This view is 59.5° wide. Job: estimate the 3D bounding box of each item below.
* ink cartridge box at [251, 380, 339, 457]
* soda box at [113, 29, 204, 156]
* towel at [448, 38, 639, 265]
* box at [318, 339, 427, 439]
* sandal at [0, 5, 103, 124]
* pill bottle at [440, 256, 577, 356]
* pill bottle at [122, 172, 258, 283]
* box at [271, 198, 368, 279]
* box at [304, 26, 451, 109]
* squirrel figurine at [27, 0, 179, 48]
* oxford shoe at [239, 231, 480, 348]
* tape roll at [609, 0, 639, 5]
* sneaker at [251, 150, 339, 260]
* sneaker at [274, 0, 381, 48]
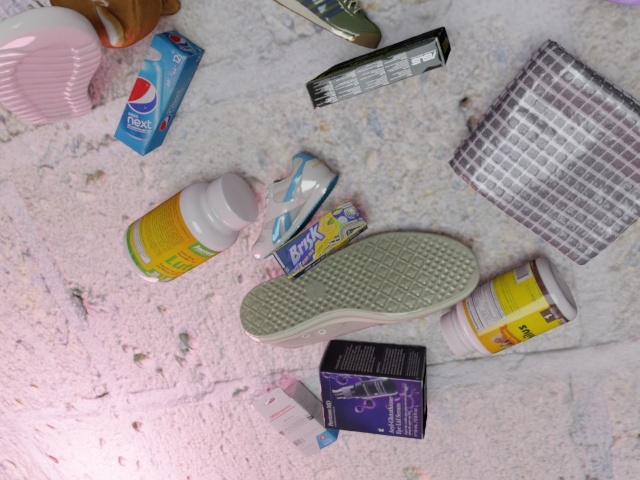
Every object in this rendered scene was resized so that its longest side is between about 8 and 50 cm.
[{"bbox_3d":[-0.053,0.386,1.245,0.180,0.060,0.104,46,119,-10],"label":"ink cartridge box"},{"bbox_3d":[-0.286,-0.257,0.985,0.067,0.071,0.210,33,120,-3],"label":"soda box"},{"bbox_3d":[0.372,-0.121,0.833,0.283,0.121,0.235,36,118,1],"label":"towel"},{"bbox_3d":[0.109,0.298,1.130,0.206,0.108,0.153,0,116,15],"label":"box"},{"bbox_3d":[-0.444,-0.279,0.873,0.416,0.169,0.102,-14,95,65],"label":"sandal"},{"bbox_3d":[0.322,0.125,0.980,0.214,0.117,0.117,-32,104,27],"label":"pill bottle"},{"bbox_3d":[-0.240,-0.025,1.050,0.245,0.136,0.136,-28,106,25],"label":"pill bottle"},{"bbox_3d":[0.000,0.000,0.999,0.168,0.054,0.059,-35,79,3],"label":"box"},{"bbox_3d":[0.091,-0.255,0.818,0.190,0.184,0.045,-14,112,20],"label":"box"},{"bbox_3d":[-0.312,-0.472,0.781,0.396,0.281,0.371,-11,119,23],"label":"squirrel figurine"},{"bbox_3d":[0.070,0.099,1.041,0.448,0.169,0.130,-17,151,14],"label":"oxford shoe"},{"bbox_3d":[0.418,-0.441,0.691,0.274,0.090,0.275,7,117,13],"label":"tape roll"},{"bbox_3d":[-0.064,-0.058,1.023,0.092,0.087,0.229,40,113,4],"label":"sneaker"},{"bbox_3d":[0.017,-0.372,0.848,0.192,0.064,0.086,29,125,4],"label":"sneaker"}]
